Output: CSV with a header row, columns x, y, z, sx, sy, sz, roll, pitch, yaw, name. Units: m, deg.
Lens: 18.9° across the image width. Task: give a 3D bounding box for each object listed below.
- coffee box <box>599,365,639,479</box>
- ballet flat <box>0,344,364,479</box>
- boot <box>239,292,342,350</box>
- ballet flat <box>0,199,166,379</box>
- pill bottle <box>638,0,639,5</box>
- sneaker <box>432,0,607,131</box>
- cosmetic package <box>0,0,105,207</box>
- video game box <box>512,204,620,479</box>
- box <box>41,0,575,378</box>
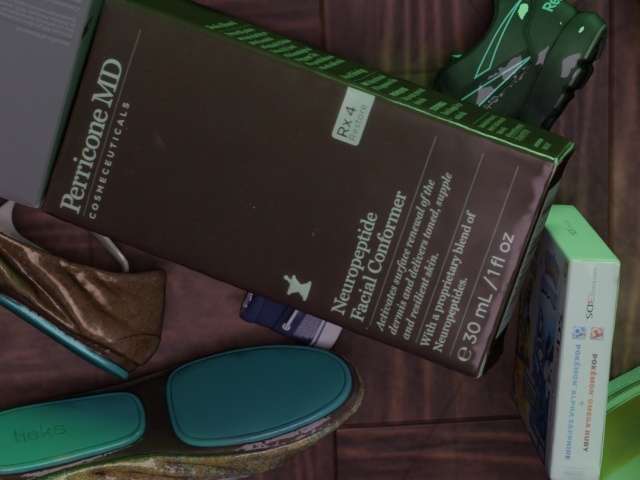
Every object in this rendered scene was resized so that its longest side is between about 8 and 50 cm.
x,y,z,sx,sy,sz,roll,pitch,yaw,name
0.434,0.261,1.611,0.338,0.334,0.338,-29,105,2,coffee box
-0.131,0.174,1.664,0.349,0.123,0.123,-12,105,0,ballet flat
0.000,0.000,1.645,0.086,0.069,0.190,19,103,-12,boot
-0.278,-0.007,1.610,0.342,0.116,0.124,27,80,-11,ballet flat
0.326,-0.223,1.583,0.136,0.136,0.245,-18,105,0,pill bottle
0.137,-0.094,1.636,0.106,0.101,0.267,33,101,11,sneaker
-0.230,-0.160,1.521,0.107,0.127,0.238,16,123,-2,cosmetic package
0.203,0.081,1.614,0.048,0.205,0.187,5,103,-5,video game box
-0.008,-0.052,1.544,0.381,0.143,0.191,20,102,10,box
